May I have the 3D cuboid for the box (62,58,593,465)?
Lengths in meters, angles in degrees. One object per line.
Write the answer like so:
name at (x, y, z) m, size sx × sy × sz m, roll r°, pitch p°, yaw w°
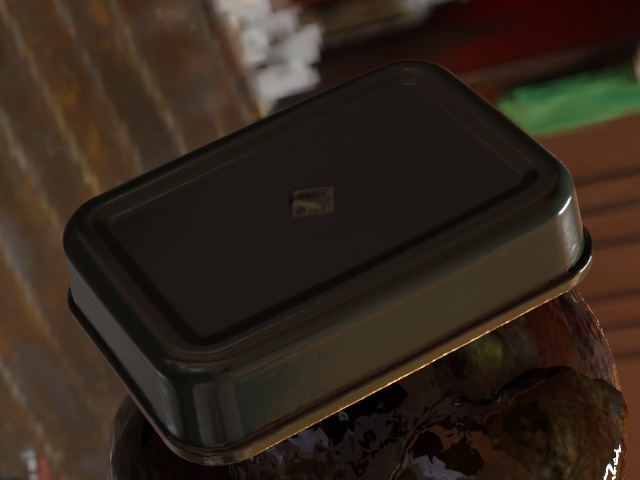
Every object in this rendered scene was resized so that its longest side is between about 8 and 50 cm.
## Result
box at (0.000, 0.000, 0.493) m, size 0.091 × 0.126 × 0.031 m, roll 47°, pitch -24°, yaw 46°

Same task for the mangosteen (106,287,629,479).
mangosteen at (0.039, 0.119, 0.798) m, size 0.231 × 0.231 × 0.289 m, roll 38°, pitch 15°, yaw -50°
